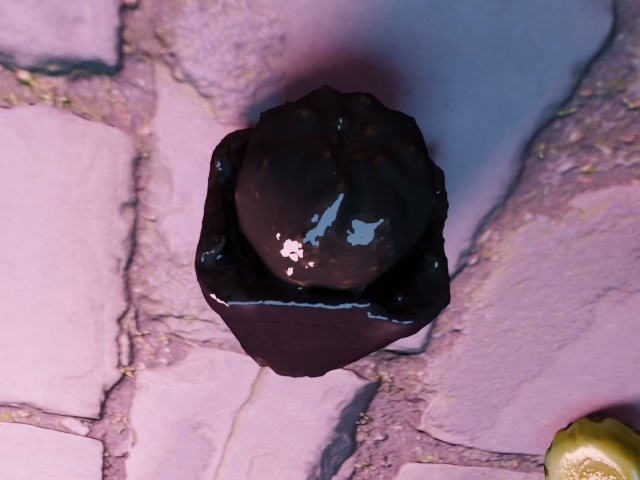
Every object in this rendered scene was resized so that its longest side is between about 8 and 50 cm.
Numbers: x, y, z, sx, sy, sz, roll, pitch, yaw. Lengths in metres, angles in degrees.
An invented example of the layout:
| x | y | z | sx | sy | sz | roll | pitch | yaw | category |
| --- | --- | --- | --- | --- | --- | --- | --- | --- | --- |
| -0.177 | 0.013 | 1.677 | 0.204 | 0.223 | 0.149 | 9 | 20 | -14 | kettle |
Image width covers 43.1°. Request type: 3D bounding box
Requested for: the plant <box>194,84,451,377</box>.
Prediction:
| x | y | z | sx | sy | sz | roll | pitch | yaw | category |
| --- | --- | --- | --- | --- | --- | --- | --- | --- | --- |
| 0.000 | 0.000 | 0.552 | 0.164 | 0.141 | 0.256 | 9 | 150 | -6 | plant |

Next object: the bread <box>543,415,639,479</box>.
| x | y | z | sx | sy | sz | roll | pitch | yaw | category |
| --- | --- | --- | --- | --- | --- | --- | --- | --- | --- |
| 0.294 | 0.244 | 0.823 | 0.130 | 0.071 | 0.139 | -29 | 85 | 46 | bread |
